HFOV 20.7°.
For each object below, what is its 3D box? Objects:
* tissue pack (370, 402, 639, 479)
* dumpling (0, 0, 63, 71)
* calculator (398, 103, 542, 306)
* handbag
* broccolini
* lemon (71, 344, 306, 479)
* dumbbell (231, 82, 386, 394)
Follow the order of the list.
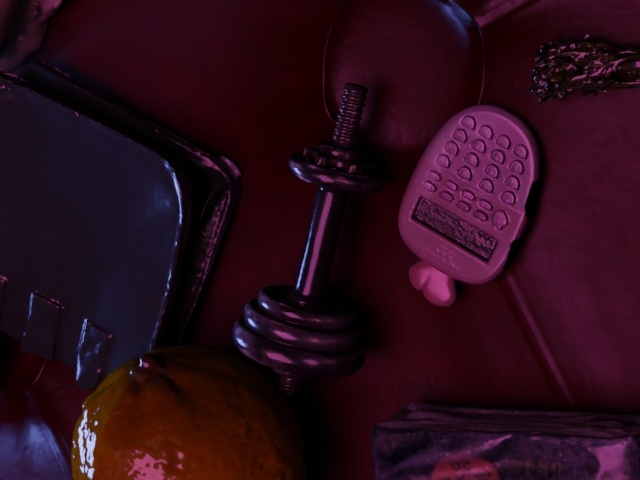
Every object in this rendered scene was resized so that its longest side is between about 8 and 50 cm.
[{"bbox_3d":[0.165,0.286,1.351,0.228,0.103,0.316,-1,100,33],"label":"tissue pack"},{"bbox_3d":[-0.320,-0.203,1.521,0.250,0.162,0.132,-27,50,22],"label":"dumpling"},{"bbox_3d":[0.114,-0.026,1.358,0.103,0.024,0.166,31,113,21],"label":"calculator"},{"bbox_3d":[-0.214,0.000,1.530,0.247,0.079,0.260,28,117,21],"label":"handbag"},{"bbox_3d":[0.263,-0.129,1.239,0.239,0.051,0.054,-4,143,27],"label":"broccolini"},{"bbox_3d":[-0.106,0.184,1.435,0.192,0.192,0.231,9,130,29],"label":"lemon"},{"bbox_3d":[0.000,0.000,1.392,0.110,0.110,0.254,18,104,27],"label":"dumbbell"}]
